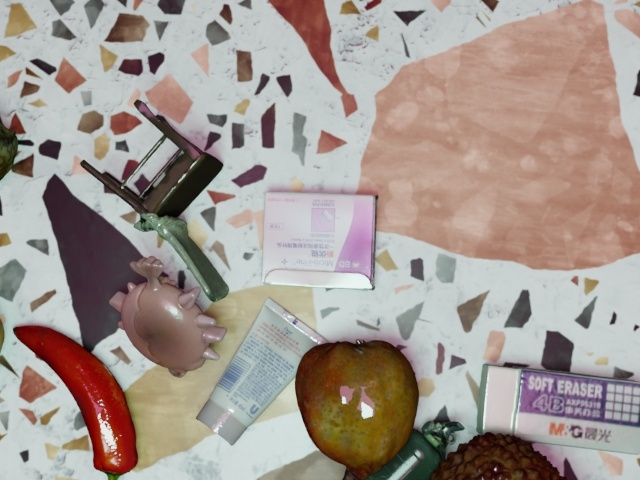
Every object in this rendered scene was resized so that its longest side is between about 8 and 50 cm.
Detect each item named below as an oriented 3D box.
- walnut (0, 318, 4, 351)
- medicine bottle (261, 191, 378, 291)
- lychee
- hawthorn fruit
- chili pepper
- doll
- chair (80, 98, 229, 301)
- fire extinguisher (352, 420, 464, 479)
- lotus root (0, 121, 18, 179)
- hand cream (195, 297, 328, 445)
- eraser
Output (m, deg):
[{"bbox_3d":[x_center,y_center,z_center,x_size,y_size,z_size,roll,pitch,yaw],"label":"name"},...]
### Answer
[{"bbox_3d":[-0.642,0.184,1.599,0.195,0.195,0.221,31,84,4],"label":"walnut"},{"bbox_3d":[0.000,0.000,1.661,0.201,0.052,0.171,3,86,4],"label":"medicine bottle"},{"bbox_3d":[0.282,0.455,1.495,0.264,0.264,0.300,20,57,3],"label":"lychee"},{"bbox_3d":[0.059,0.287,1.564,0.208,0.208,0.248,1,86,2],"label":"hawthorn fruit"},{"bbox_3d":[-0.405,0.286,1.647,0.137,0.092,0.368,-32,78,18],"label":"chili pepper"},{"bbox_3d":[-0.263,0.136,1.593,0.211,0.093,0.261,4,126,26],"label":"doll"},{"bbox_3d":[-0.235,-0.068,1.622,0.319,0.160,0.186,42,90,7],"label":"chair"},{"bbox_3d":[0.118,0.412,1.598,0.095,0.114,0.311,45,87,-6],"label":"fire extinguisher"},{"bbox_3d":[-0.702,-0.138,1.641,0.314,0.210,0.141,-7,74,15],"label":"lotus root"},{"bbox_3d":[-0.114,0.232,1.643,0.133,0.083,0.248,38,77,4],"label":"hand cream"},{"bbox_3d":[0.413,0.287,1.609,0.279,0.081,0.124,6,86,2],"label":"eraser"}]
